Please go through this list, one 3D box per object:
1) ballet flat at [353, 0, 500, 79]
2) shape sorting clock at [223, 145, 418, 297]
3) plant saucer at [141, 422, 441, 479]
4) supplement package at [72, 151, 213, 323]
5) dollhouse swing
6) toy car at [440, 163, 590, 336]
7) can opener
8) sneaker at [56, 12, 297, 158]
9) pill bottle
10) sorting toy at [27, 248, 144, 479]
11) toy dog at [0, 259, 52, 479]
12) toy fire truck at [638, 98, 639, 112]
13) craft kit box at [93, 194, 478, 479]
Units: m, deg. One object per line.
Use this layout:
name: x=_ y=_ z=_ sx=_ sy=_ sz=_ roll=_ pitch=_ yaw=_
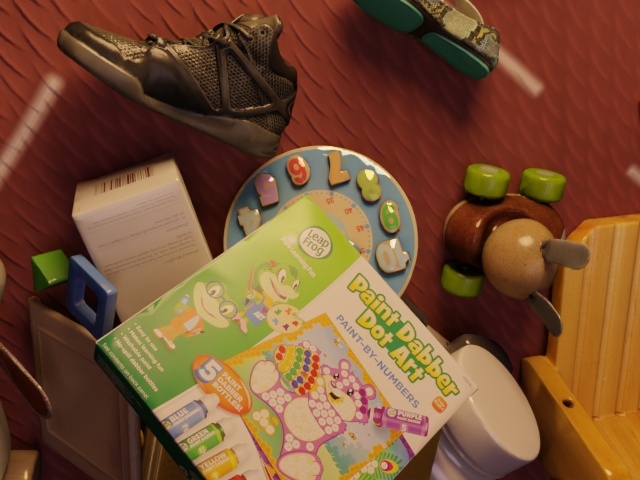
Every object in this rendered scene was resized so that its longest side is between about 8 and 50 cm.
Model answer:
ballet flat: x=0.108 y=-0.235 z=0.701 sx=0.188 sy=0.070 sz=0.070 roll=27 pitch=103 yaw=-26
shape sorting clock: x=0.000 y=0.000 z=0.726 sx=0.206 sy=0.040 sz=0.206 roll=0 pitch=86 yaw=0
plant saucer: x=-0.069 y=0.279 z=0.719 sx=0.332 sy=0.081 sz=0.333 roll=14 pitch=97 yaw=18
supplement package: x=-0.165 y=0.018 z=0.699 sx=0.105 sy=0.105 sz=0.179 roll=-20 pitch=116 yaw=-8
dollhouse swing: x=0.474 y=0.168 z=0.860 sx=0.346 sy=0.315 sz=0.305 roll=-5 pitch=125 yaw=-13
toy car: x=0.235 y=0.017 z=0.765 sx=0.149 sy=0.188 sz=0.155 roll=2 pitch=112 yaw=-16
can opener: x=0.122 y=0.095 z=0.824 sx=0.095 sy=0.076 sz=0.283 roll=-37 pitch=119 yaw=24
sneaker: x=-0.119 y=-0.175 z=0.643 sx=0.227 sy=0.087 sz=0.130 roll=20 pitch=104 yaw=-26
pill bottle: x=0.097 y=0.250 z=0.795 sx=0.161 sy=0.161 sz=0.283 roll=36 pitch=121 yaw=-26
sorting toy: x=-0.234 y=0.166 z=0.714 sx=0.047 sy=0.196 sz=0.348 roll=-20 pitch=123 yaw=-46
toy dog: x=-0.372 y=0.188 z=0.683 sx=0.220 sy=0.161 sz=0.334 roll=-15 pitch=116 yaw=-9
toy fire truck: x=0.496 y=-0.158 z=0.844 sx=0.192 sy=0.047 sz=0.135 roll=-28 pitch=116 yaw=-3
craft kit box: x=-0.023 y=0.119 z=0.613 sx=0.246 sy=0.061 sz=0.250 roll=-37 pitch=81 yaw=-33
